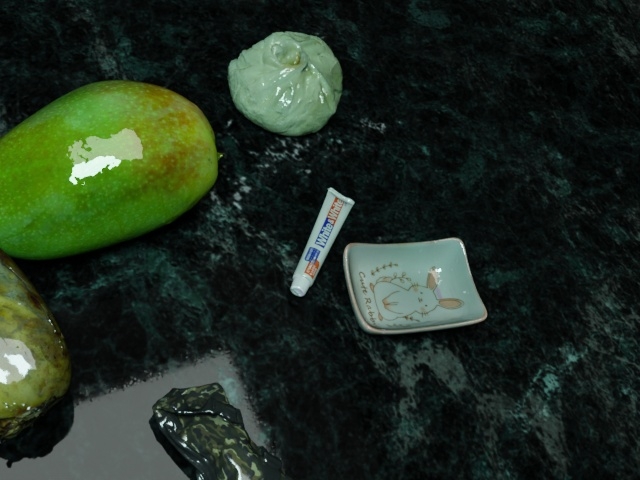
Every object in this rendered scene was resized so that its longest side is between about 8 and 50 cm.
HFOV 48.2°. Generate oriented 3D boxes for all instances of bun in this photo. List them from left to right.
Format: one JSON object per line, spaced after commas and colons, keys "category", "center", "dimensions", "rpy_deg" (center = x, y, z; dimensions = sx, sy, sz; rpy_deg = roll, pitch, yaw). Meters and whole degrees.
{"category": "bun", "center": [-0.056, -0.289, 1.243], "dimensions": [0.203, 0.126, 0.213], "rpy_deg": [19, 56, -9]}

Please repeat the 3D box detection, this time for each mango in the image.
{"category": "mango", "center": [-0.329, -0.099, 1.005], "dimensions": [0.381, 0.201, 0.225], "rpy_deg": [-21, 91, -16]}

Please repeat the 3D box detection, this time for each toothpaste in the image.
{"category": "toothpaste", "center": [0.000, 0.000, 1.153], "dimensions": [0.052, 0.033, 0.218], "rpy_deg": [29, 52, -6]}

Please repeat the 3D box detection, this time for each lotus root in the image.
{"category": "lotus root", "center": [-0.422, 0.109, 0.879], "dimensions": [0.160, 0.152, 0.275], "rpy_deg": [-34, 84, -33]}

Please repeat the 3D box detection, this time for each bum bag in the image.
{"category": "bum bag", "center": [-0.118, 0.282, 0.927], "dimensions": [0.102, 0.069, 0.248], "rpy_deg": [-13, 57, -51]}

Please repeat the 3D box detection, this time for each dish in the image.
{"category": "dish", "center": [0.137, 0.080, 1.122], "dimensions": [0.212, 0.077, 0.151], "rpy_deg": [-3, 61, -20]}
